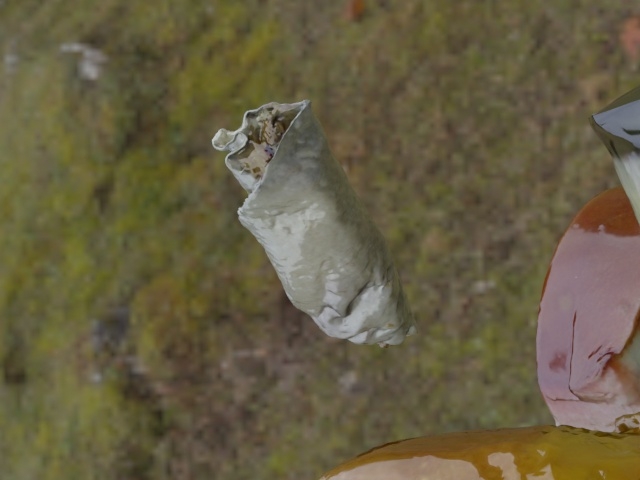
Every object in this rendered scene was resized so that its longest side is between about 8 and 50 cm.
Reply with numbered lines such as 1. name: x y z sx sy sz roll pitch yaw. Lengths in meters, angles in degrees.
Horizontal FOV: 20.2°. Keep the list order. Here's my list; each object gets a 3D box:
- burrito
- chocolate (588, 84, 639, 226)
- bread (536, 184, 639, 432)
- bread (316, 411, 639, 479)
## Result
1. burrito: 0.000 0.000 1.759 0.392 0.117 0.076 61 -167 -51
2. chocolate: 0.384 -0.027 1.217 0.326 0.314 0.297 -28 88 50
3. bread: 0.311 0.103 1.519 0.114 0.295 0.328 2 132 40
4. bread: 0.103 0.146 0.631 0.288 0.204 0.156 33 -119 -63
